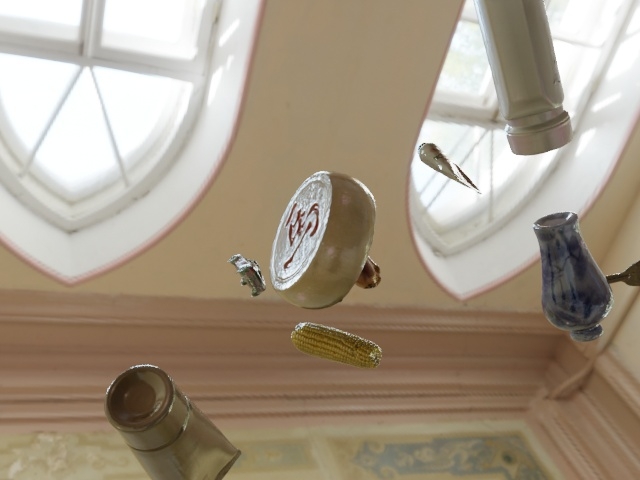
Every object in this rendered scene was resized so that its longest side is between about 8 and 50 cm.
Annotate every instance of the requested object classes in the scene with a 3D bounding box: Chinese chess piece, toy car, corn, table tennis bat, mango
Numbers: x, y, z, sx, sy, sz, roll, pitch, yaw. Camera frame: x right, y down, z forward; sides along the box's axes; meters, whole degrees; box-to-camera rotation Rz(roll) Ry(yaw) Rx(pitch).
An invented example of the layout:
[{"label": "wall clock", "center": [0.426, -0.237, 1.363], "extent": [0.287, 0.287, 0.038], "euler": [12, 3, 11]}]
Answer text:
[{"label": "Chinese chess piece", "center": [0.000, 0.000, 1.408], "extent": [0.102, 0.273, 0.273], "euler": [21, -155, -21]}, {"label": "toy car", "center": [-0.155, 0.070, 1.606], "extent": [0.055, 0.069, 0.142], "euler": [-33, -157, -10]}, {"label": "corn", "center": [0.029, 0.212, 1.502], "extent": [0.206, 0.067, 0.067], "euler": [11, -158, 32]}, {"label": "table tennis bat", "center": [0.774, 0.081, 1.810], "extent": [0.234, 0.131, 0.022], "euler": [-13, -125, 9]}, {"label": "mango", "center": [0.094, 0.063, 1.799], "extent": [0.077, 0.063, 0.127], "euler": [-29, -97, -50]}]

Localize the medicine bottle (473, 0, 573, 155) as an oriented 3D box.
[{"label": "medicine bottle", "center": [0.327, -0.292, 1.200], "extent": [0.111, 0.296, 0.161], "euler": [-10, -160, 22]}]

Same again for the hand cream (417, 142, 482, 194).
[{"label": "hand cream", "center": [0.266, -0.157, 1.577], "extent": [0.080, 0.050, 0.234], "euler": [27, -165, -27]}]

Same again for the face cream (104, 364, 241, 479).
[{"label": "face cream", "center": [-0.181, 0.271, 0.962], "extent": [0.084, 0.341, 0.137], "euler": [26, -118, 25]}]

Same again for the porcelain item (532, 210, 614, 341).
[{"label": "porcelain item", "center": [0.499, 0.075, 1.477], "extent": [0.141, 0.259, 0.141], "euler": [-19, -168, 4]}]
